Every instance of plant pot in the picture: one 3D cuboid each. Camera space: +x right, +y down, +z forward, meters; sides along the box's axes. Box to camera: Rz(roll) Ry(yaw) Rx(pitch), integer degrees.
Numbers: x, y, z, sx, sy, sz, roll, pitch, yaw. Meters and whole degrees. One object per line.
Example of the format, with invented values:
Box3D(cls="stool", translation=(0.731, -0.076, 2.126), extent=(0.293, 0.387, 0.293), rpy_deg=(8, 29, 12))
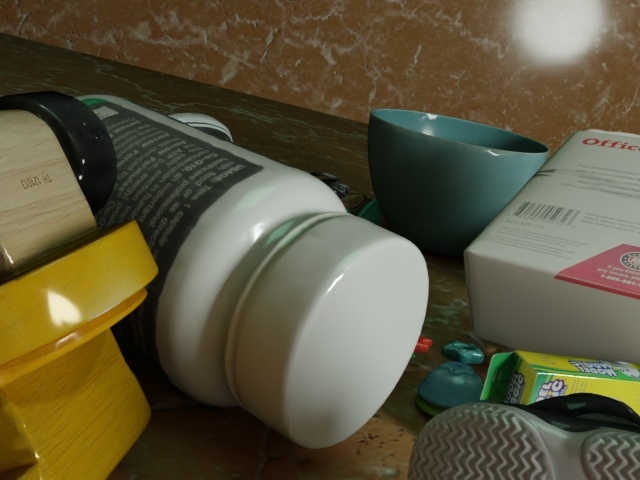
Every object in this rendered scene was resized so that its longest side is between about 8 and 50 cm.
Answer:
Box3D(cls="plant pot", translation=(0.206, -0.089, 1.258), extent=(0.290, 0.195, 0.290), rpy_deg=(10, 18, -3))

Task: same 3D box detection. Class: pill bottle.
Box3D(cls="pill bottle", translation=(-0.103, 0.014, 0.659), extent=(0.361, 0.204, 0.204), rpy_deg=(25, 20, 34))

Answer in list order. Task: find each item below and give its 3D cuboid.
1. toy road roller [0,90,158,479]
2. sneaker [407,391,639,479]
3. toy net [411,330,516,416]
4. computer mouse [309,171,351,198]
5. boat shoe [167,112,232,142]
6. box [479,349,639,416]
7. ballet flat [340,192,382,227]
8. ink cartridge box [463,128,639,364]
Box3D(cls="toy road roller", translation=(-0.253, 0.067, 0.465), extent=(0.329, 0.241, 0.202), rpy_deg=(-21, 9, 16))
Box3D(cls="sneaker", translation=(0.190, 0.138, 0.396), extent=(0.268, 0.101, 0.153), rpy_deg=(12, 1, 24))
Box3D(cls="toy net", translation=(0.149, 0.126, 0.793), extent=(0.122, 0.045, 0.232), rpy_deg=(14, 11, 33))
Box3D(cls="computer mouse", translation=(-0.116, -0.054, 0.952), extent=(0.272, 0.072, 0.188), rpy_deg=(-15, 5, -21))
Box3D(cls="boat shoe", translation=(-0.241, -0.105, 1.143), extent=(0.119, 0.121, 0.335), rpy_deg=(32, 34, 28))
Box3D(cls="box", translation=(0.212, 0.151, 0.642), extent=(0.179, 0.105, 0.043), rpy_deg=(8, 16, -16))
Box3D(cls="ballet flat", translation=(0.000, 0.000, 0.992), extent=(0.124, 0.116, 0.342), rpy_deg=(-4, 13, 12))
Box3D(cls="ink cartridge box", translation=(0.311, 0.004, 0.804), extent=(0.207, 0.117, 0.283), rpy_deg=(15, 41, 36))
